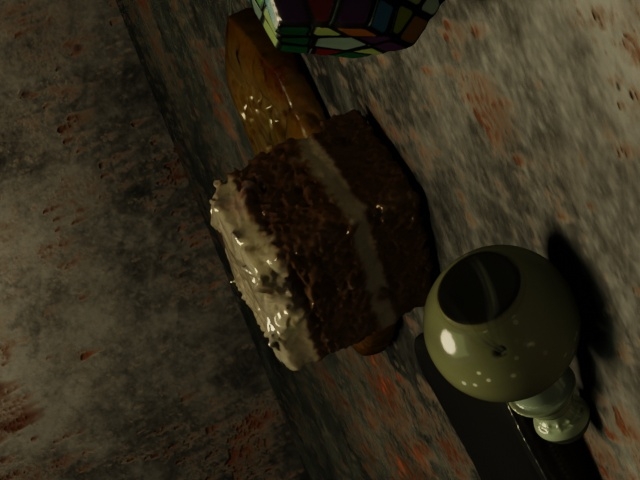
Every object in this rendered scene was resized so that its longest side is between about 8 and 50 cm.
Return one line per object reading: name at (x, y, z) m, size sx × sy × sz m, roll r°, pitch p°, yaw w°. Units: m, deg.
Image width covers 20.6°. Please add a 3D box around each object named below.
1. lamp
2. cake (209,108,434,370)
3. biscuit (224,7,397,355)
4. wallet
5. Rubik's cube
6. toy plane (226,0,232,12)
lamp at (0.123, 0.072, 1.044) m, size 0.163 × 0.091 × 0.091 m, roll 52°, pitch -175°, yaw -44°
cake at (0.000, 0.000, 1.363) m, size 0.134 × 0.147 × 0.135 m, roll -120°, pitch 9°, yaw -45°
biscuit at (-0.014, -0.052, 1.687) m, size 0.359 × 0.046 × 0.359 m, roll 158°, pitch 90°, yaw -81°
wallet at (0.129, 0.125, 1.252) m, size 0.149 × 0.044 × 0.250 m, roll 63°, pitch 171°, yaw 2°
Rubik's cube at (0.012, -0.162, 0.968) m, size 0.133 × 0.133 × 0.112 m, roll 64°, pitch 144°, yaw 21°
toy plane at (-0.091, -0.277, 1.521) m, size 0.226 × 0.058 × 0.226 m, roll -127°, pitch 20°, yaw -49°
